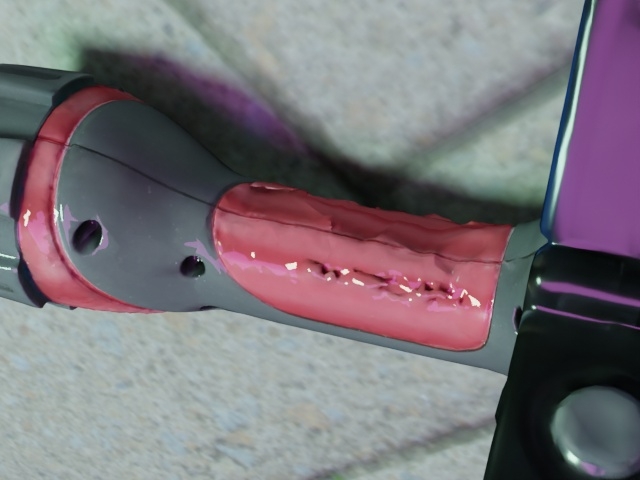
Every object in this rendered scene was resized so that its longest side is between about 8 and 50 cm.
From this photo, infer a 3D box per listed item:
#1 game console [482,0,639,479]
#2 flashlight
[{"bbox_3d":[0.188,0.032,0.234,0.293,0.250,0.173,12,143,13],"label":"game console"},{"bbox_3d":[0.000,0.000,0.419,0.304,0.103,0.103,11,114,19],"label":"flashlight"}]
